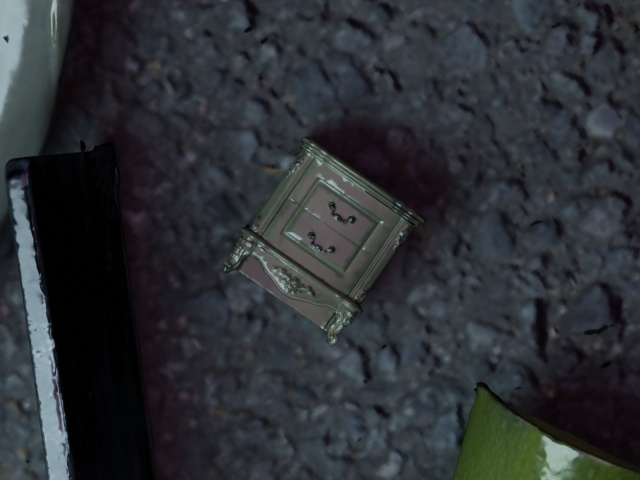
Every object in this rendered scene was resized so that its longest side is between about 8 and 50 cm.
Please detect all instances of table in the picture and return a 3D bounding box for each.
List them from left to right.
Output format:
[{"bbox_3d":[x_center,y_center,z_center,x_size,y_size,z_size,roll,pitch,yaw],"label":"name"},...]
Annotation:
[{"bbox_3d":[0.000,0.000,1.014,0.079,0.062,0.083,35,91,-2],"label":"table"}]

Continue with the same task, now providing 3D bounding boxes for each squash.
[{"bbox_3d":[0.102,0.224,1.016,0.137,0.137,0.287,18,103,-3],"label":"squash"}]

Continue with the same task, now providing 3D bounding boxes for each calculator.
[{"bbox_3d":[-0.115,0.079,0.967,0.021,0.161,0.261,-7,92,10],"label":"calculator"}]

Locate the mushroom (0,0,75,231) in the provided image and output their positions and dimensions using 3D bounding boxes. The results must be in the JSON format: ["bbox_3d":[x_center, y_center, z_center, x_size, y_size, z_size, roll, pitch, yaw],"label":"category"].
[{"bbox_3d":[-0.221,0.003,0.970,0.122,0.159,0.328,5,98,-47],"label":"mushroom"}]
